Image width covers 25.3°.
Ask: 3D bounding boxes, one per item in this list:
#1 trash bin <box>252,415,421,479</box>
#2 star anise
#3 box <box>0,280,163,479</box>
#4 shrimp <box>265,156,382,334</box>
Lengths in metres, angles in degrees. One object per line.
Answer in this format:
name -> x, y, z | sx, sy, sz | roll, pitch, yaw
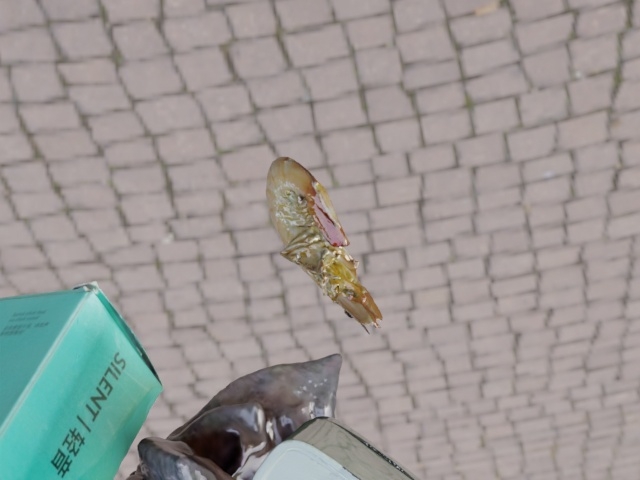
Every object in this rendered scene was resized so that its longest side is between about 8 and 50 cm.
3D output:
trash bin -> 0.020, 0.166, 0.913 | 0.059, 0.116, 0.130 | -55, 172, 4
star anise -> -0.093, 0.199, 1.112 | 0.315, 0.108, 0.315 | -41, 171, -8
box -> -0.273, 0.185, 1.038 | 0.205, 0.311, 0.118 | -6, 131, 32
shrimp -> 0.007, -0.003, 1.114 | 0.045, 0.162, 0.095 | -16, 145, -35
